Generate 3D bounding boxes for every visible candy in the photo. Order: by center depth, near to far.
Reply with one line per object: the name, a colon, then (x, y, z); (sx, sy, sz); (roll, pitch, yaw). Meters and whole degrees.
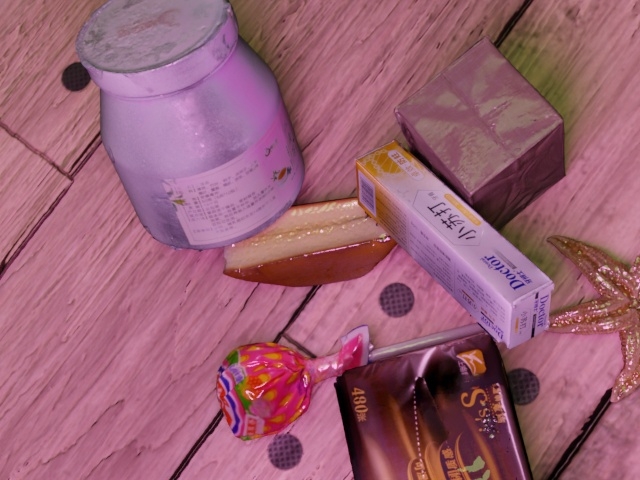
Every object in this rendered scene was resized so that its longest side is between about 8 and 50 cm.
candy: (0.044, 0.159, 1.517); (0.366, 0.124, 0.124); (-15, 72, -1)

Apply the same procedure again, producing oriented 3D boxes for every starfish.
starfish: (0.397, 0.086, 1.485); (0.277, 0.062, 0.235); (29, 88, 13)

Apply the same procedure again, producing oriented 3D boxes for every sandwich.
sandwich: (0.000, 0.000, 1.561); (0.258, 0.096, 0.094); (-8, 68, 10)

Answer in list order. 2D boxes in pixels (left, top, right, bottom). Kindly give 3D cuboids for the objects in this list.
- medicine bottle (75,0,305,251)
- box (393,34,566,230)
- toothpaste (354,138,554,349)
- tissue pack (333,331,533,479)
medicine bottle: (-0.171, -0.166, 1.503); (0.245, 0.290, 0.245); (-10, 46, 11)
box: (0.205, -0.121, 1.478); (0.155, 0.231, 0.149); (-39, 72, 0)
toothpaste: (0.152, 0.000, 1.399); (0.071, 0.089, 0.313); (-25, 48, -20)
tissue pack: (0.158, 0.325, 1.360); (0.210, 0.198, 0.369); (-15, 63, 5)
